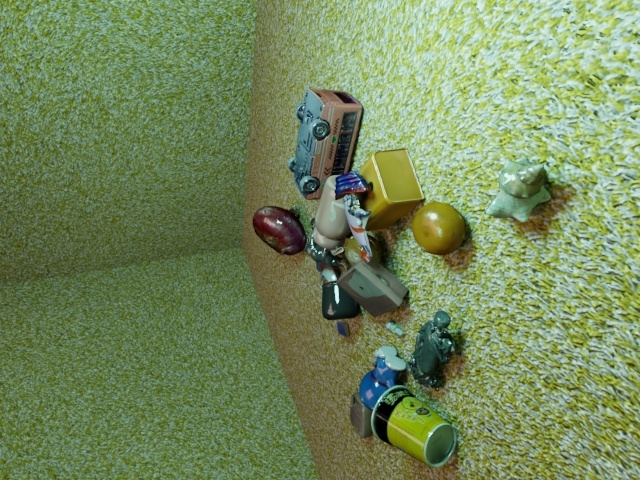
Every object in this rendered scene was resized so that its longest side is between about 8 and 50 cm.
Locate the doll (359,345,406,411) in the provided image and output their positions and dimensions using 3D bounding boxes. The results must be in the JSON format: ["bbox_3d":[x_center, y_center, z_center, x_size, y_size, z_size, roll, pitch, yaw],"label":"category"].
[{"bbox_3d":[0.251,0.547,1.589,0.215,0.161,0.256,-112,38,-61],"label":"doll"}]

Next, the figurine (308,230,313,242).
[{"bbox_3d":[0.000,0.000,2.004,0.138,0.125,0.125,8,107,54],"label":"figurine"}]

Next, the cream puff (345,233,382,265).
[{"bbox_3d":[0.175,0.040,1.571,0.165,0.115,0.150,41,148,33],"label":"cream puff"}]

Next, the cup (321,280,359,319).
[{"bbox_3d":[0.070,0.276,1.849,0.223,0.170,0.176,-21,73,53],"label":"cup"}]

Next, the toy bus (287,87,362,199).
[{"bbox_3d":[0.015,-0.387,1.656,0.203,0.233,0.426,-121,32,-43],"label":"toy bus"}]

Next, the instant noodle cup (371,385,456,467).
[{"bbox_3d":[0.321,0.641,1.377,0.236,0.216,0.215,11,109,60],"label":"instant noodle cup"}]

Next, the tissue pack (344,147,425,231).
[{"bbox_3d":[0.204,-0.166,1.392,0.274,0.146,0.194,133,126,-62],"label":"tissue pack"}]

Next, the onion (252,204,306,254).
[{"bbox_3d":[-0.218,-0.081,2.361,0.348,0.285,0.347,32,158,15],"label":"onion"}]

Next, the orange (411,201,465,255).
[{"bbox_3d":[0.336,-0.035,1.144,0.156,0.124,0.156,31,132,41],"label":"orange"}]

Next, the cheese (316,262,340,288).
[{"bbox_3d":[0.035,0.186,2.042,0.285,0.074,0.188,-124,34,-47],"label":"cheese"}]

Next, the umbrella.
[{"bbox_3d":[0.358,0.343,1.279,0.143,0.094,0.348,37,141,34],"label":"umbrella"}]

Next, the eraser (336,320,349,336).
[{"bbox_3d":[0.113,0.440,2.014,0.085,0.027,0.063,174,86,-67],"label":"eraser"}]

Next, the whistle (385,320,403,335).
[{"bbox_3d":[0.282,0.336,1.545,0.100,0.035,0.035,-149,53,-60],"label":"whistle"}]

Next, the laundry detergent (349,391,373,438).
[{"bbox_3d":[0.188,0.786,1.906,0.171,0.076,0.236,-146,51,-62],"label":"laundry detergent"}]

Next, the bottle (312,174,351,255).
[{"bbox_3d":[0.073,-0.093,1.647,0.206,0.173,0.296,45,130,33],"label":"bottle"}]

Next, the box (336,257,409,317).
[{"bbox_3d":[0.192,0.173,1.508,0.215,0.086,0.215,42,153,1],"label":"box"}]

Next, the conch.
[{"bbox_3d":[0.431,-0.094,0.890,0.114,0.137,0.233,37,148,24],"label":"conch"}]

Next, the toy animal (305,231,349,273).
[{"bbox_3d":[0.046,0.057,1.880,0.270,0.082,0.137,29,93,16],"label":"toy animal"}]

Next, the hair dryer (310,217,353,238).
[{"bbox_3d":[0.071,-0.050,1.814,0.255,0.129,0.069,34,129,47],"label":"hair dryer"}]

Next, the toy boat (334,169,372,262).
[{"bbox_3d":[0.116,-0.095,1.389,0.219,0.072,0.317,40,144,55],"label":"toy boat"}]
